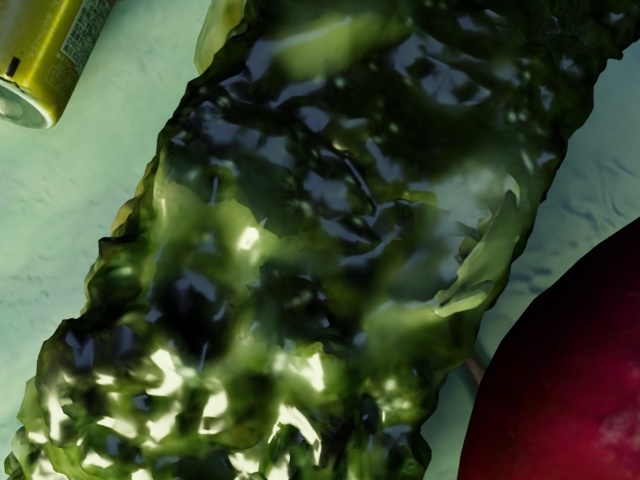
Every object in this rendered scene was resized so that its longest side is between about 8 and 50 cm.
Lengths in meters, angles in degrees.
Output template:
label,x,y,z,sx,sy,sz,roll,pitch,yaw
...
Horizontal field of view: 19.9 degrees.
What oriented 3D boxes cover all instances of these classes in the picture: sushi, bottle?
label,x,y,z,sx,sy,sz,roll,pitch,yaw
sushi,0.000,0.000,0.815,0.178,0.294,0.352,27,74,0
bottle,-0.118,-0.201,0.967,0.082,0.082,0.286,23,76,3

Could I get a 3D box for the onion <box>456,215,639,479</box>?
label,x,y,z,sx,sy,sz,roll,pitch,yaw
onion,0.194,0.108,0.814,0.260,0.282,0.336,21,89,5
